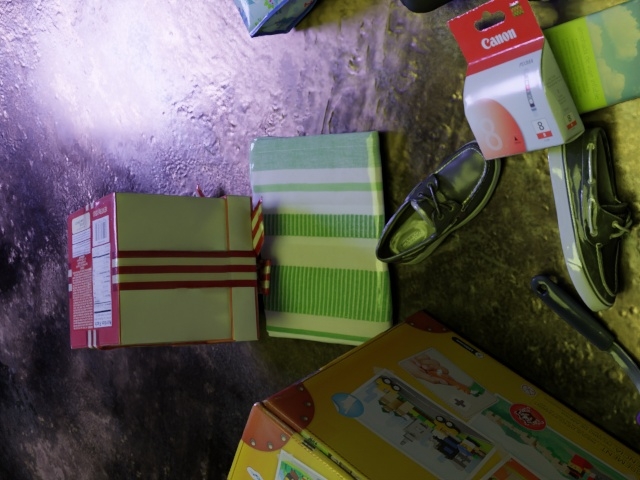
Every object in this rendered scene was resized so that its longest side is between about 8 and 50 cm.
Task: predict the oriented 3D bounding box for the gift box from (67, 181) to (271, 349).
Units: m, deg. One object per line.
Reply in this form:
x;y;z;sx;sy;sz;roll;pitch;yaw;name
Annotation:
-0.230;0.034;1.299;0.255;0.258;0.276;-5;83;55;gift box

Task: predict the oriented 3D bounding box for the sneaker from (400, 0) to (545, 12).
0.238;-0.321;0.945;0.330;0.122;0.146;-25;89;36;sneaker

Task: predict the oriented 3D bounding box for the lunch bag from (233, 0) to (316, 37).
-0.059;-0.381;1.173;0.151;0.096;0.129;-36;80;48;lunch bag

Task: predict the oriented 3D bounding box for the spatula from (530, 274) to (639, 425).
0.373;0.151;1.037;0.296;0.030;0.084;47;128;17;spatula

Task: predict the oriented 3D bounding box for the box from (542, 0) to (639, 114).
0.327;-0.209;0.961;0.178;0.042;0.109;-13;96;39;box

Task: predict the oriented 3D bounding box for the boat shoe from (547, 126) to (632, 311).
0.328;-0.024;0.992;0.070;0.077;0.219;-11;94;40;boat shoe

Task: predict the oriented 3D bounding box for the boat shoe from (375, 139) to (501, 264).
0.153;-0.041;1.122;0.080;0.073;0.223;50;127;15;boat shoe

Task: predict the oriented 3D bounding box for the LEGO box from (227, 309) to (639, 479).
0.194;0.337;1.008;0.500;0.372;0.193;34;121;26;LEGO box

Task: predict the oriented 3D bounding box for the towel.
0.000;0.000;1.277;0.247;0.038;0.325;2;103;37;towel

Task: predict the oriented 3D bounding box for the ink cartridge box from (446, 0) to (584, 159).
0.216;-0.189;0.986;0.179;0.045;0.145;60;155;-12;ink cartridge box
